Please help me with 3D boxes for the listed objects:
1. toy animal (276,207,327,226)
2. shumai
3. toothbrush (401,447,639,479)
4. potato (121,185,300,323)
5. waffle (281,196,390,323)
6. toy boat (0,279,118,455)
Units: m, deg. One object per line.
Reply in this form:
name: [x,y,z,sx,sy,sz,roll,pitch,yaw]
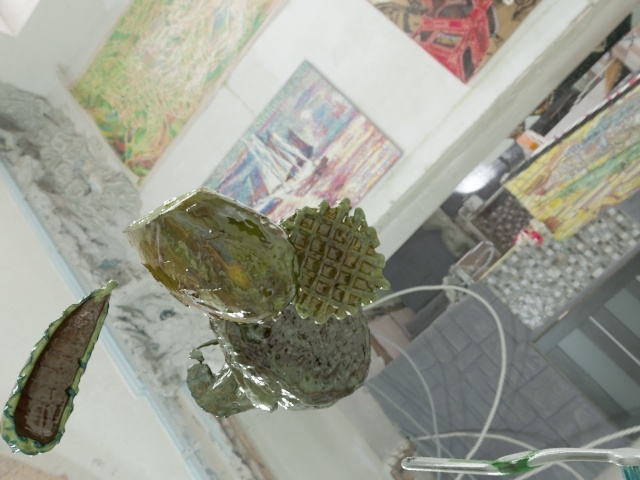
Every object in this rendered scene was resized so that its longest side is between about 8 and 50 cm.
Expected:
toy animal: [0.002,-0.016,0.880,0.220,0.086,0.069,9,-158,30]
shumai: [-0.109,0.230,1.166,0.395,0.348,0.394,21,-131,-26]
toothbrush: [0.267,0.310,0.719,0.042,0.418,0.040,-9,-101,-41]
potato: [-0.155,0.014,0.668,0.298,0.176,0.141,15,-142,34]
waffle: [0.013,0.031,0.781,0.183,0.169,0.036,63,-178,-6]
toy boat: [-0.425,0.197,0.841,0.108,0.099,0.292,45,-130,-42]
